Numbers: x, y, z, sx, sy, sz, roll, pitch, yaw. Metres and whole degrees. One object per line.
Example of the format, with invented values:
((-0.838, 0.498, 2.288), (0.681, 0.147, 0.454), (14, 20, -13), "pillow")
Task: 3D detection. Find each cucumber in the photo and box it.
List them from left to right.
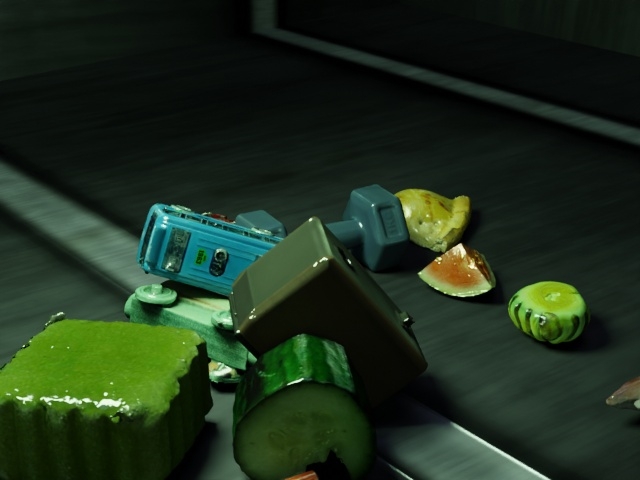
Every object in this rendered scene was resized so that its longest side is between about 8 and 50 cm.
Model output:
((-0.023, 0.224, 1.361), (0.191, 0.191, 0.130), (-2, 19, -5), "cucumber")

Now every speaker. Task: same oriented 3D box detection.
((0.008, 0.116, 1.478), (0.192, 0.231, 0.153), (-38, 25, 9), "speaker")

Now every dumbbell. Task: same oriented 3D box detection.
((0.000, 0.000, 1.883), (0.316, 0.156, 0.143), (-13, 57, -26), "dumbbell")

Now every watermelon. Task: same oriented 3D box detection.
((0.238, 0.048, 1.840), (0.135, 0.094, 0.125), (-4, 32, 3), "watermelon")

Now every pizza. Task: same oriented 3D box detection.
((0.204, -0.050, 2.070), (0.188, 0.080, 0.204), (3, 26, 7), "pizza")

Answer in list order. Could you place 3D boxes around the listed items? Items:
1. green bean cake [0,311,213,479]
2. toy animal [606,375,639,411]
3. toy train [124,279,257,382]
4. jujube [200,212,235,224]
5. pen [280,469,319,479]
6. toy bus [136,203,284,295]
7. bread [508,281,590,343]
((-0.289, 0.218, 1.392), (0.250, 0.156, 0.247), (5, 24, 11), "green bean cake")
((0.542, 0.217, 1.472), (0.324, 0.090, 0.195), (-31, 44, -33), "toy animal")
((-0.169, 0.134, 1.652), (0.286, 0.116, 0.177), (15, 16, 31), "toy train")
((-0.181, 0.007, 1.934), (0.166, 0.104, 0.104), (5, 21, -22), "jujube")
((-0.112, 0.331, 1.281), (0.239, 0.028, 0.028), (-16, 29, -21), "pen")
((-0.167, 0.025, 1.686), (0.246, 0.113, 0.134), (16, 6, -8), "toy bus")
((0.374, 0.119, 1.707), (0.130, 0.071, 0.139), (-6, 23, -20), "bread")
